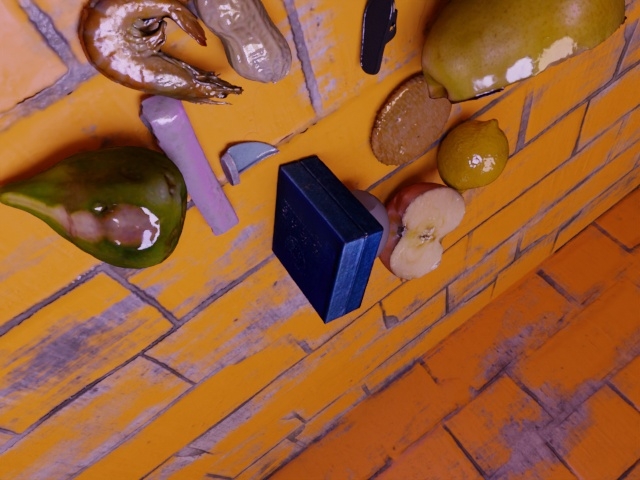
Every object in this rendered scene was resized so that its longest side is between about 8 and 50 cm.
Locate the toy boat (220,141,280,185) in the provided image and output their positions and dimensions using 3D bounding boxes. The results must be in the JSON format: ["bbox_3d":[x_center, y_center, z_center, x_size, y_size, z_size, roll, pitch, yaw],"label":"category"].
[{"bbox_3d":[-0.141,-0.170,0.961,0.122,0.034,0.096,-38,149,-19],"label":"toy boat"}]

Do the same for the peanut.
[{"bbox_3d":[-0.118,-0.321,0.739,0.098,0.090,0.214,-43,146,2],"label":"peanut"}]

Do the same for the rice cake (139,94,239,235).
[{"bbox_3d":[-0.232,-0.121,0.896,0.073,0.056,0.365,-31,146,-11],"label":"rice cake"}]

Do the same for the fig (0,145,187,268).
[{"bbox_3d":[-0.355,-0.063,0.758,0.275,0.206,0.206,11,130,-11],"label":"fig"}]

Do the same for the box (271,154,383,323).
[{"bbox_3d":[0.000,0.000,1.086,0.116,0.261,0.279,-19,142,-27],"label":"box"}]

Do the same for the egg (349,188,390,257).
[{"bbox_3d":[0.087,-0.022,1.231,0.176,0.176,0.232,-28,152,-19],"label":"egg"}]

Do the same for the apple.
[{"bbox_3d":[0.260,-0.048,1.390,0.251,0.163,0.293,9,112,-38],"label":"apple"}]

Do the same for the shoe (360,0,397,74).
[{"bbox_3d":[0.115,-0.397,0.918,0.053,0.062,0.159,-33,149,-35],"label":"shoe"}]

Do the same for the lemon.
[{"bbox_3d":[0.414,-0.229,1.313,0.187,0.187,0.244,-19,147,-30],"label":"lemon"}]

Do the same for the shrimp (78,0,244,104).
[{"bbox_3d":[-0.222,-0.275,0.710,0.249,0.068,0.150,18,119,-45],"label":"shrimp"}]

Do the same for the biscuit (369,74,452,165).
[{"bbox_3d":[0.224,-0.292,1.176,0.254,0.035,0.254,-26,144,-20],"label":"biscuit"}]

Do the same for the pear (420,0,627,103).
[{"bbox_3d":[0.368,-0.443,0.933,0.386,0.340,0.191,-29,115,-5],"label":"pear"}]
